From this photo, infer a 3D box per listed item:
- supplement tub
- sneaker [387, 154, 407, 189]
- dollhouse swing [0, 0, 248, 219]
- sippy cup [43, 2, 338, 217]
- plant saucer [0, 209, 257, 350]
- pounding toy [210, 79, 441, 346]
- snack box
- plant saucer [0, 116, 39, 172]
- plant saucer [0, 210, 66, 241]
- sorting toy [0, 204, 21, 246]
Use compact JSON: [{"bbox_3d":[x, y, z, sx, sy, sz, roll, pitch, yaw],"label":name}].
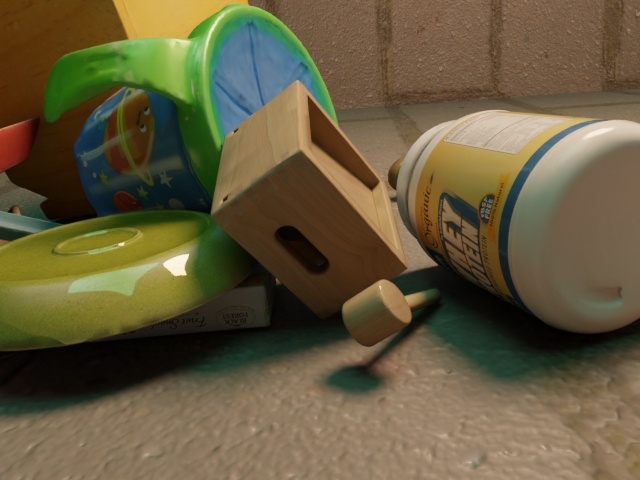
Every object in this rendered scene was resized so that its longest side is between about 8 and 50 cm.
[{"bbox_3d":[0.158,-0.026,0.484,0.144,0.144,0.200,-10,17,-18],"label":"supplement tub"},{"bbox_3d":[0.195,-0.093,0.838,0.192,0.064,0.086,-5,11,-13],"label":"sneaker"},{"bbox_3d":[-0.278,-0.272,0.867,0.315,0.346,0.305,-8,37,11],"label":"dollhouse swing"},{"bbox_3d":[-0.128,-0.097,0.667,0.224,0.305,0.240,-12,35,32],"label":"sippy cup"},{"bbox_3d":[-0.172,0.016,0.490,0.241,0.037,0.241,-7,17,2],"label":"plant saucer"},{"bbox_3d":[0.006,0.009,0.471,0.094,0.181,0.206,-33,30,19],"label":"pounding toy"},{"bbox_3d":[-0.110,0.042,0.511,0.141,0.037,0.100,-6,17,0],"label":"snack box"},{"bbox_3d":[-0.454,-0.054,0.666,0.259,0.047,0.258,-20,18,3],"label":"plant saucer"},{"bbox_3d":[-0.283,-0.007,0.640,0.192,0.018,0.067,14,7,-27],"label":"plant saucer"},{"bbox_3d":[-0.459,0.007,0.703,0.229,0.041,0.307,-13,20,-25],"label":"sorting toy"}]
